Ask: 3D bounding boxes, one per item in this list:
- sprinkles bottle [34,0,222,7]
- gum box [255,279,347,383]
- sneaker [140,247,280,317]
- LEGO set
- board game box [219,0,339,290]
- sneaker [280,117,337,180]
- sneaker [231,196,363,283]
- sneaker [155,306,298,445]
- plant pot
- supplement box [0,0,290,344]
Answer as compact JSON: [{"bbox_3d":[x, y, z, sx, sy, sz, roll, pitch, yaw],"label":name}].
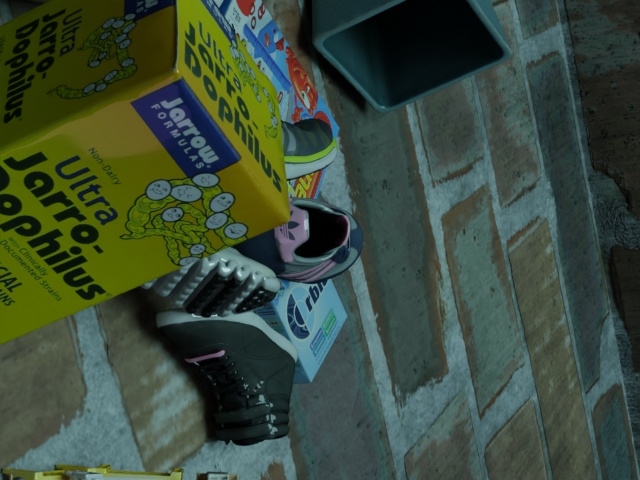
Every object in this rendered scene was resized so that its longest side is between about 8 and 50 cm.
[{"bbox_3d":[-0.246,-0.318,1.374,0.355,0.121,0.121,-9,92,-61],"label":"sprinkles bottle"},{"bbox_3d":[-0.034,0.087,1.756,0.157,0.041,0.184,-58,132,-48],"label":"gum box"},{"bbox_3d":[-0.173,0.006,1.385,0.292,0.110,0.118,19,50,-30],"label":"sneaker"},{"bbox_3d":[-0.227,0.296,1.280,0.287,0.132,0.107,8,83,-38],"label":"LEGO set"},{"bbox_3d":[-0.108,-0.140,1.621,0.302,0.086,0.308,55,40,-41],"label":"board game box"},{"bbox_3d":[-0.073,-0.127,1.487,0.300,0.111,0.121,-28,105,-61],"label":"sneaker"},{"bbox_3d":[0.000,0.000,1.563,0.319,0.131,0.112,-3,87,-61],"label":"sneaker"},{"bbox_3d":[-0.111,0.178,1.533,0.295,0.104,0.147,38,47,-58],"label":"sneaker"},{"bbox_3d":[0.133,-0.404,1.959,0.247,0.247,0.252,39,36,-51],"label":"plant pot"},{"bbox_3d":[-0.230,-0.072,1.074,0.194,0.356,0.195,54,20,-41],"label":"supplement box"}]
